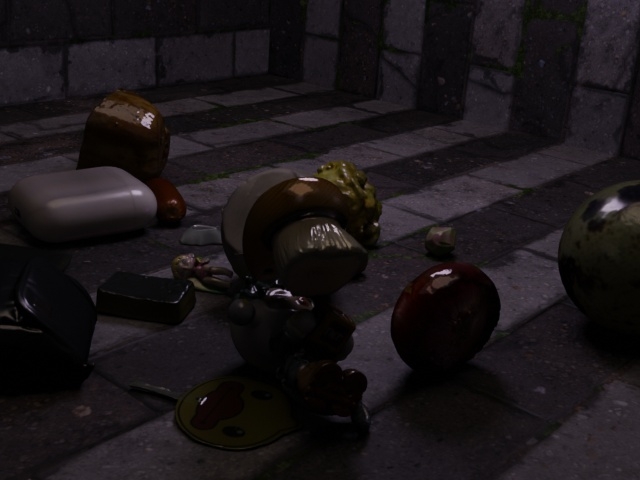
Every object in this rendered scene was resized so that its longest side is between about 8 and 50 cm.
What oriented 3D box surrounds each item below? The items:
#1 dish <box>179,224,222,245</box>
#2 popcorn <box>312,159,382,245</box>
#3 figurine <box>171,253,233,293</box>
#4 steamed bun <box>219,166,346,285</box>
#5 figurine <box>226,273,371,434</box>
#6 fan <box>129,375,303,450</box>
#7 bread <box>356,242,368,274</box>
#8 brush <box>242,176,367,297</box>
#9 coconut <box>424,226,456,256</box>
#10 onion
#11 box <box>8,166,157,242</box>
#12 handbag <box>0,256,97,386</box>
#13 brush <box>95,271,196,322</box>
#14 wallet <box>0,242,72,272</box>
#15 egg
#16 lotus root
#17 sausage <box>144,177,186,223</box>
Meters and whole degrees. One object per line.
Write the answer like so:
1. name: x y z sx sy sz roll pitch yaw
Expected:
1. dish: -0.307 -0.019 2.251 0.137 0.039 0.091 2 21 0
2. popcorn: 0.064 -0.093 2.309 0.192 0.233 0.266 -29 62 1
3. figurine: -0.275 0.076 1.978 0.187 0.083 0.083 10 21 32
4. steamed bun: -0.068 -0.006 1.977 0.309 0.309 0.309 3 21 -1
5. figurine: -0.048 0.180 1.550 0.261 0.186 0.382 39 -4 -29
6. fan: -0.187 0.292 1.506 0.335 0.011 0.229 12 22 16
7. bread: 0.000 0.002 2.190 0.124 0.084 0.344 -9 24 -30
8. brush: -0.045 0.022 1.500 0.174 0.267 0.166 3 57 -33
9. coconut: 0.318 0.004 2.252 0.082 0.081 0.083 3 -16 27
10. onion: 0.237 0.151 1.648 0.248 0.248 0.161 -13 13 -38
11. box: -0.635 -0.099 2.264 0.349 0.141 0.288 -12 25 -33
12. handbag: -0.555 0.141 1.602 0.275 0.178 0.302 0 21 -8
13. brush: -0.380 0.122 1.847 0.197 0.059 0.123 7 23 9
14. wallet: -0.722 0.053 1.988 0.245 0.052 0.168 8 21 -2
15. egg: 0.725 0.041 1.863 0.428 0.345 0.345 7 16 -33
16. lotus root: -0.592 -0.326 2.669 0.250 0.316 0.316 18 22 4
17. sausage: -0.448 -0.123 2.435 0.089 0.083 0.300 -16 25 -15
